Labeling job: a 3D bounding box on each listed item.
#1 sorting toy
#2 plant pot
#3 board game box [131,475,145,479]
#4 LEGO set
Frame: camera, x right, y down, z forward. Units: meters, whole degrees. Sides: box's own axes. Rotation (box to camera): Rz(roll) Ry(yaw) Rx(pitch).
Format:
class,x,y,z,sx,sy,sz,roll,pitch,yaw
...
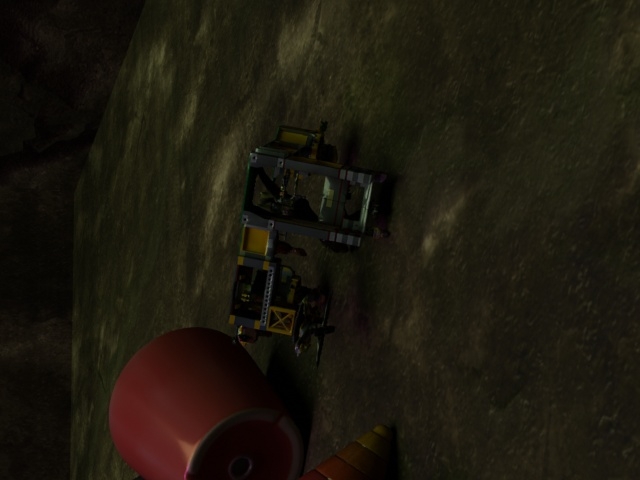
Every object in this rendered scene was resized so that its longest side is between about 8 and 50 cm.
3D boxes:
class,x,y,z,sx,sy,sz,roll,pitch,yaw
sorting toy,0.100,0.296,1.248,0.126,0.127,0.365,-56,22,-10
plant pot,-0.166,0.301,1.690,0.243,0.274,0.275,30,113,57
board game box,-0.372,0.646,2.185,0.318,0.065,0.318,42,-128,-84
LEGO set,0.000,0.000,1.507,0.255,0.192,0.332,-19,-60,-81
